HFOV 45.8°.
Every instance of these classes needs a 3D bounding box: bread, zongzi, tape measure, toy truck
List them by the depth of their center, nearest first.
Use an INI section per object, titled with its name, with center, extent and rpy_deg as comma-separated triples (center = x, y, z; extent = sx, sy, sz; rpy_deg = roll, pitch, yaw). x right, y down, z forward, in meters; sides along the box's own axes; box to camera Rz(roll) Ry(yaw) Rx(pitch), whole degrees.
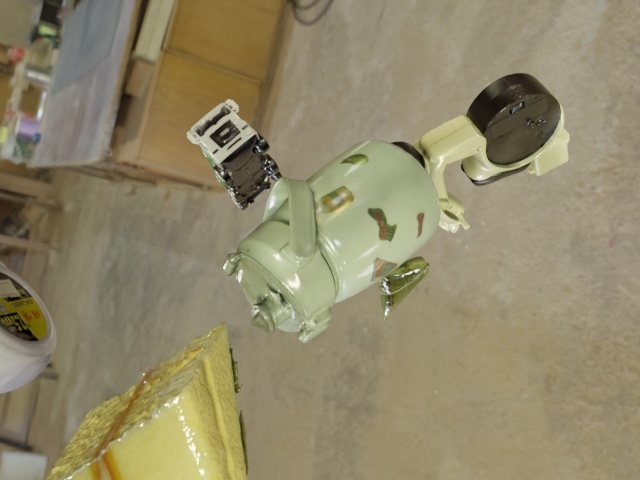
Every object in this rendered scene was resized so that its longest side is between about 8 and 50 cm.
[tape measure]
center = -0.420, 0.108, 0.930
extent = 0.105, 0.178, 0.196
rpy_deg = -39, -7, 7
[bread]
center = -0.230, 0.398, 1.140
extent = 0.345, 0.405, 0.242
rpy_deg = -24, 8, 17
[toy truck]
center = -0.150, -0.146, 1.331
extent = 0.125, 0.101, 0.242
rpy_deg = 48, 172, 16
[zongzi]
center = 0.161, 0.093, 1.435
extent = 0.052, 0.104, 0.113
rpy_deg = -123, 20, -60

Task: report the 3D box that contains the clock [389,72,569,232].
[clock]
center = 0.287, -0.150, 1.440
extent = 0.378, 0.276, 0.120
rpy_deg = -28, 50, 5

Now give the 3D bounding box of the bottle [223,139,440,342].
[bottle]
center = 0.000, 0.000, 1.190
extent = 0.229, 0.351, 0.229
rpy_deg = 33, 143, 29
